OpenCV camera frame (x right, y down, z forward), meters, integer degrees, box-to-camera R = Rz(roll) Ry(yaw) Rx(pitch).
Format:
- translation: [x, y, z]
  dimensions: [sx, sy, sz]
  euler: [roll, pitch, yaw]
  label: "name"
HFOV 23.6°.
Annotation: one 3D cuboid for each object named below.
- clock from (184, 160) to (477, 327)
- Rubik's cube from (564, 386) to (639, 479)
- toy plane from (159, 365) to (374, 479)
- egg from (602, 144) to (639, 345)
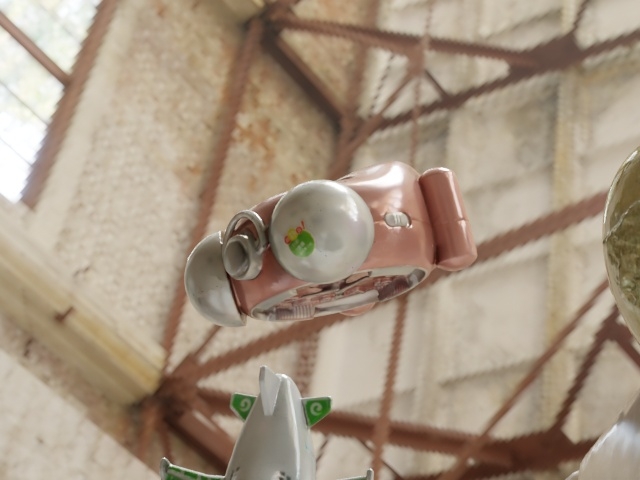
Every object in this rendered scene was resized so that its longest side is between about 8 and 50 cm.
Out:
- translation: [0.000, 0.000, 1.048]
  dimensions: [0.166, 0.162, 0.092]
  euler: [-26, -104, 46]
  label: "clock"
- translation: [0.227, 0.215, 0.500]
  dimensions: [0.318, 0.322, 0.315]
  euler: [112, -2, -52]
  label: "Rubik's cube"
- translation: [-0.041, 0.186, 1.172]
  dimensions: [0.174, 0.080, 0.174]
  euler: [-6, -113, 15]
  label: "toy plane"
- translation: [0.272, 0.017, 1.027]
  dimensions: [0.164, 0.201, 0.164]
  euler: [-32, -172, 5]
  label: "egg"
